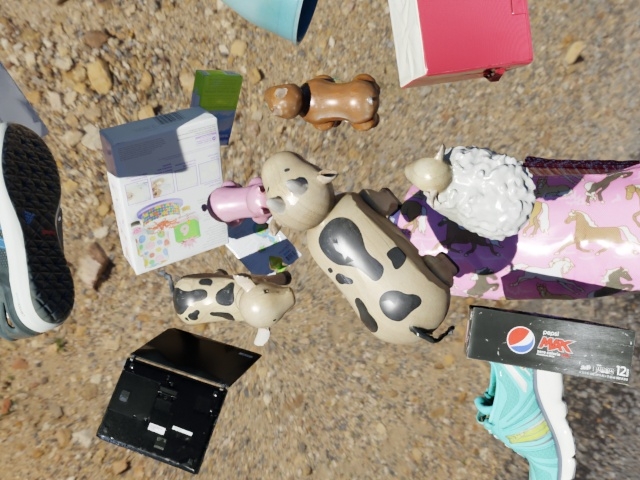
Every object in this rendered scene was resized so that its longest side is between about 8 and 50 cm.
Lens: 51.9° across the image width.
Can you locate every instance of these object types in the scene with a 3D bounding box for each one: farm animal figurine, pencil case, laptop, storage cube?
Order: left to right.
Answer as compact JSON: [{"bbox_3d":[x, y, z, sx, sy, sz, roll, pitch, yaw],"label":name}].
[{"bbox_3d":[-0.286,0.318,1.361,0.234,0.136,0.265,13,72,17],"label":"laptop"},{"bbox_3d":[0.000,0.000,0.671,0.326,0.172,0.330,33,107,14],"label":"farm animal figurine"},{"bbox_3d":[0.244,-0.385,1.178,0.193,0.183,0.215,-9,97,-6],"label":"storage cube"},{"bbox_3d":[0.289,-0.011,0.872,0.385,0.167,0.160,0,42,29],"label":"pencil case"}]

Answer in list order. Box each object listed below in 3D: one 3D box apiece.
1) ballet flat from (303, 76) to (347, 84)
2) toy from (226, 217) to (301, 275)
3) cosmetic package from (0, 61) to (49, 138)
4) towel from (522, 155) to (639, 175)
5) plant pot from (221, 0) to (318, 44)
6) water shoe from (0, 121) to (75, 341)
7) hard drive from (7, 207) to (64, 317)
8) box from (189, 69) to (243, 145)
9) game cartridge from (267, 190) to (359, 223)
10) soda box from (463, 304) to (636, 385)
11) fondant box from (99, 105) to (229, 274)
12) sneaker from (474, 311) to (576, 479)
[{"bbox_3d":[0.040,-0.276,1.317,0.080,0.232,0.073,-23,86,27],"label":"ballet flat"},{"bbox_3d":[-0.180,-0.002,1.808,0.137,0.056,0.237,-42,87,-3],"label":"toy"},{"bbox_3d":[-0.715,-0.199,1.127,0.453,0.162,0.230,13,53,33],"label":"cosmetic package"},{"bbox_3d":[0.590,-0.135,1.393,0.274,0.198,0.031,7,81,39],"label":"towel"},{"bbox_3d":[-0.135,-0.647,1.598,0.255,0.272,0.272,18,81,0],"label":"plant pot"},{"bbox_3d":[-0.283,-0.011,0.595,0.080,0.073,0.203,-22,71,20],"label":"water shoe"},{"bbox_3d":[-0.710,0.027,1.510,0.236,0.064,0.339,11,116,5],"label":"hard drive"},{"bbox_3d":[-0.252,-0.310,1.550,0.109,0.178,0.042,-10,39,-40],"label":"box"},{"bbox_3d":[-0.021,-0.082,1.683,0.198,0.297,0.062,-30,119,-45],"label":"game cartridge"},{"bbox_3d":[0.243,0.110,0.711,0.168,0.053,0.060,8,89,8],"label":"soda box"},{"bbox_3d":[-0.342,-0.112,1.482,0.238,0.096,0.331,-21,128,-28],"label":"fondant box"},{"bbox_3d":[0.256,0.221,0.845,0.109,0.107,0.276,-14,102,7],"label":"sneaker"}]
